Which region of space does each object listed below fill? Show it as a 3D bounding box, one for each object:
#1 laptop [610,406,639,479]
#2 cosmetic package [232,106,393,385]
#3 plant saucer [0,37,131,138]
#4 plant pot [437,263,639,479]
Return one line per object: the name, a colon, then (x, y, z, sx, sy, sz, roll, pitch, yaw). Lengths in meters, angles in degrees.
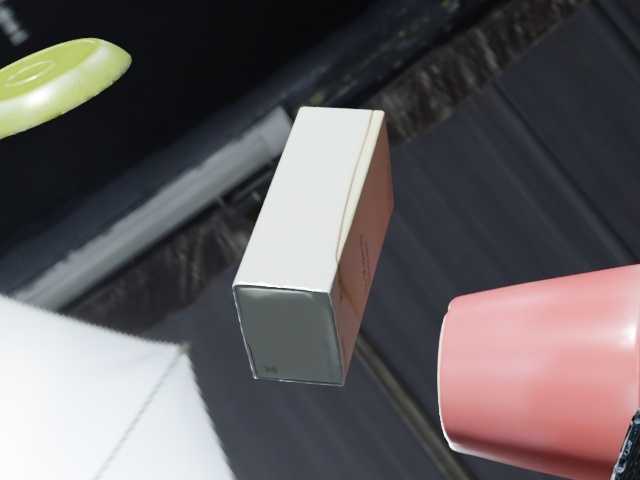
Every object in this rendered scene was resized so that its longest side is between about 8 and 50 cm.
laptop: (0.337, 0.139, 1.051, 0.234, 0.137, 0.264, -33, -39, -49)
cosmetic package: (0.000, 0.000, 1.562, 0.160, 0.113, 0.309, 81, -161, -44)
plant saucer: (-0.349, -0.192, 1.646, 0.241, 0.037, 0.241, -19, 23, 8)
plant pot: (0.283, 0.165, 1.645, 0.243, 0.274, 0.275, -1, -2, 20)
